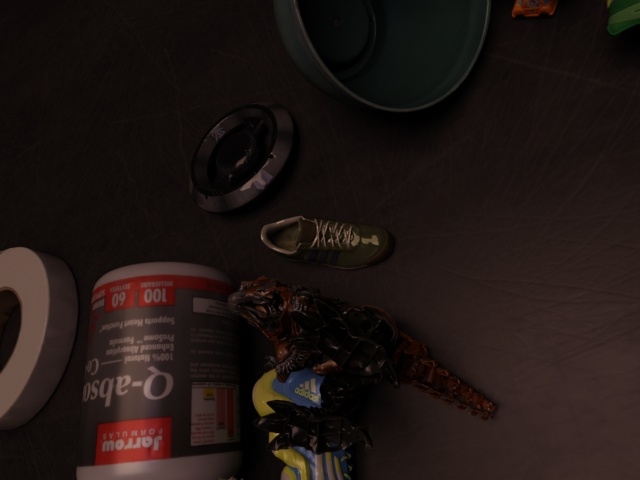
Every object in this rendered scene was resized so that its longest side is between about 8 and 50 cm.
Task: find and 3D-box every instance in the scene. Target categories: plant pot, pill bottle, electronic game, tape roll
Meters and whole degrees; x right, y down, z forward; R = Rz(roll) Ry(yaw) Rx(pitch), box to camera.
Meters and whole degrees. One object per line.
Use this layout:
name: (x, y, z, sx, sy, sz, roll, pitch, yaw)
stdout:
plant pot: (0.055, -0.321, 0.671, 0.196, 0.293, 0.293, 19, 83, 62)
pill bottle: (-0.213, 0.229, 0.663, 0.210, 0.210, 0.363, -18, 65, 26)
electronic game: (-0.142, -0.149, 0.849, 0.229, 0.048, 0.229, -15, 58, 25)
tape roll: (-0.676, 0.206, 1.046, 0.392, 0.072, 0.392, -12, 67, 29)

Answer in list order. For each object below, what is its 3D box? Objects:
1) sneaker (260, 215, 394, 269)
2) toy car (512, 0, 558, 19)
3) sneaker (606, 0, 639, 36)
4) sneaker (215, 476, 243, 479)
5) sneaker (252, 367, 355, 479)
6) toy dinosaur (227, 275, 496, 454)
sneaker: (0.000, 0.000, 0.685, 0.192, 0.086, 0.064, -1, 73, 32)
toy car: (0.307, -0.356, 0.646, 0.060, 0.040, 0.122, 35, 94, 36)
sneaker: (0.449, -0.225, 0.490, 0.295, 0.109, 0.123, 27, 125, 27)
sneaker: (-0.040, 0.394, 0.516, 0.293, 0.102, 0.146, 38, 128, 11)
sneaker: (0.007, 0.245, 0.594, 0.126, 0.091, 0.240, -41, 59, 9)
toy dinosaur: (0.035, 0.120, 0.565, 0.322, 0.218, 0.164, -1, 98, 18)
